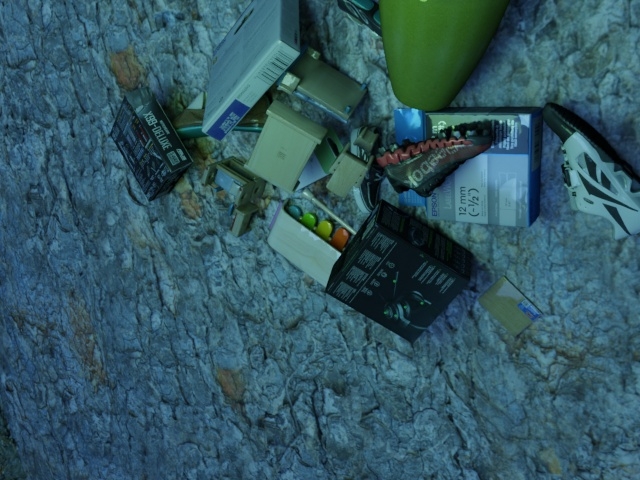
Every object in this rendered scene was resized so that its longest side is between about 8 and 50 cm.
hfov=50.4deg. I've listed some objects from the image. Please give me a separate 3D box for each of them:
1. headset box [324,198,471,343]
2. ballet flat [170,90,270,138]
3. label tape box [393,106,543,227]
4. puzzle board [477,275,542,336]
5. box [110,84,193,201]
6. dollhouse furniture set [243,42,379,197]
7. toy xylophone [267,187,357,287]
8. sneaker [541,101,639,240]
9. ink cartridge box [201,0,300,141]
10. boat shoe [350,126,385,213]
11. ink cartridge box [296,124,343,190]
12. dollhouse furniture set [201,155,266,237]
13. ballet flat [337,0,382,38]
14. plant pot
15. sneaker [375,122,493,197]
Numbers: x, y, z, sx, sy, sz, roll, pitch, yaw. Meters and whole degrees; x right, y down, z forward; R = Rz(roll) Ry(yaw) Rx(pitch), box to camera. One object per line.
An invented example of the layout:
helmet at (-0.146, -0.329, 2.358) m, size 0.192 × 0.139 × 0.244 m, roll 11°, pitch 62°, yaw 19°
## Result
headset box at (0.197, 0.082, 1.657) m, size 0.283 × 0.131 × 0.246 m, roll 30°, pitch 123°, yaw -6°
ballet flat at (-0.274, -0.347, 1.844) m, size 0.342 × 0.116 × 0.124 m, roll 1°, pitch 88°, yaw 30°
label tape box at (0.315, -0.172, 1.545) m, size 0.347 × 0.115 × 0.249 m, roll 5°, pitch 111°, yaw 28°
puzzle board at (0.458, 0.160, 1.649) m, size 0.128 × 0.011 × 0.096 m, roll 45°, pitch 123°, yaw 8°
box at (-0.489, -0.265, 1.936) m, size 0.242 × 0.076 × 0.307 m, roll 60°, pitch 153°, yaw -1°
dollhouse furniture set at (0.005, -0.272, 1.638) m, size 0.286 × 0.303 × 0.198 m, roll 30°, pitch 140°, yaw -2°
toy xylophone at (0.000, 0.000, 1.819) m, size 0.322 × 0.081 × 0.236 m, roll 43°, pitch 124°, yaw 10°
sneaker at (0.551, -0.136, 1.411) m, size 0.330 × 0.122 × 0.146 m, roll 50°, pitch 123°, yaw 6°
ink cartridge box at (-0.168, -0.455, 1.663) m, size 0.071 × 0.330 × 0.324 m, roll 27°, pitch 132°, yaw -28°
boat shoe at (0.122, -0.172, 1.682) m, size 0.070 × 0.078 × 0.219 m, roll 2°, pitch 108°, yaw 32°
ink cartridge box at (-0.014, -0.212, 1.757) m, size 0.209 × 0.062 × 0.109 m, roll -24°, pitch 94°, yaw 35°
dollhouse furniture set at (-0.255, -0.114, 1.898) m, size 0.129 × 0.129 × 0.184 m, roll 32°, pitch 122°, yaw 17°
ballet flat at (0.118, -0.513, 1.566) m, size 0.203 × 0.074 × 0.074 m, roll 38°, pitch 123°, yaw 6°
plant pot at (0.238, -0.429, 1.420) m, size 0.275 × 0.275 × 0.293 m, roll 26°, pitch 138°, yaw 20°
sneaker at (0.251, -0.166, 1.461) m, size 0.276 × 0.097 × 0.135 m, roll -11°, pitch 101°, yaw 40°
